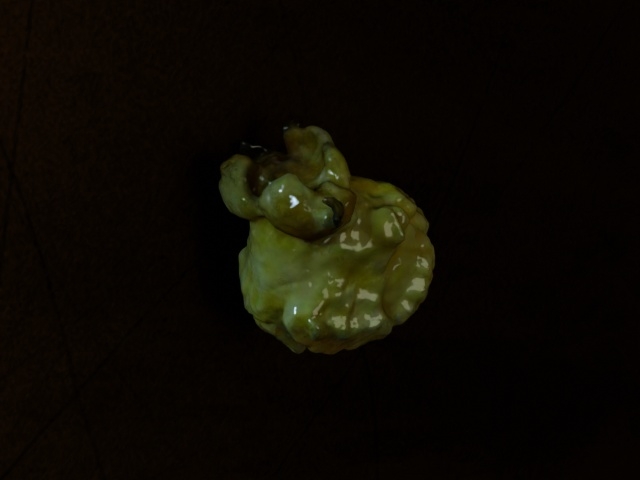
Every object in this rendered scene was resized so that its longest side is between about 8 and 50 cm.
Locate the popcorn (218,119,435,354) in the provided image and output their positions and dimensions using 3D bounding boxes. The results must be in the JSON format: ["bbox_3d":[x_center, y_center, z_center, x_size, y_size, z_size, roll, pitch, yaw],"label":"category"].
[{"bbox_3d":[0.010,-0.001,1.408,0.168,0.173,0.195,-12,124,-1],"label":"popcorn"}]
